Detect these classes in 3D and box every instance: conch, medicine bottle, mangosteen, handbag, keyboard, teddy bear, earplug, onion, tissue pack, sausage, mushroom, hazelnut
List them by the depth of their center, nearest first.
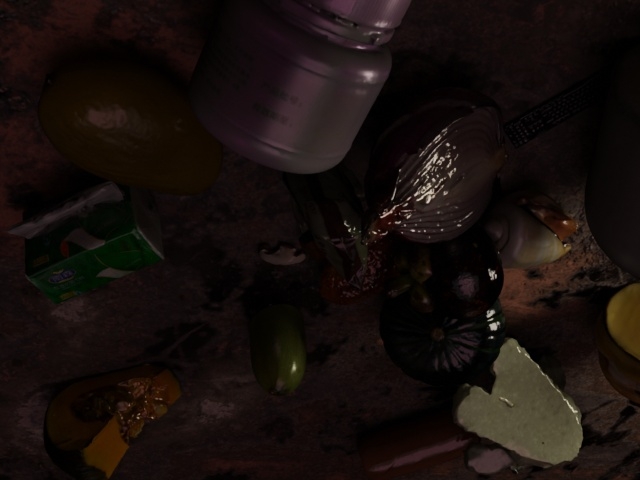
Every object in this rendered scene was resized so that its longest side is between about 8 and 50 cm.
[{"bbox_3d":[-0.019,-0.285,1.357,0.256,0.256,0.325,13,120,-26],"label":"medicine bottle"},{"bbox_3d":[0.144,-0.115,1.584,0.349,0.159,0.267,-25,132,-36],"label":"onion"},{"bbox_3d":[-0.391,-0.022,1.604,0.209,0.148,0.156,-22,138,9],"label":"tissue pack"},{"bbox_3d":[0.016,-0.064,1.605,0.127,0.235,0.213,-22,136,9],"label":"handbag"},{"bbox_3d":[0.621,-0.114,1.669,0.313,0.312,0.394,-9,139,-6],"label":"earplug"},{"bbox_3d":[0.421,-0.230,1.702,0.204,0.013,0.061,-30,134,16],"label":"keyboard"},{"bbox_3d":[0.219,0.060,1.750,0.217,0.192,0.192,-22,137,-3],"label":"mangosteen"},{"bbox_3d":[0.000,0.000,1.787,0.086,0.086,0.086,-8,136,-7],"label":"hazelnut"},{"bbox_3d":[-0.073,0.026,1.832,0.101,0.019,0.049,11,132,-27],"label":"mushroom"},{"bbox_3d":[0.386,-0.017,1.855,0.255,0.127,0.158,15,89,-51],"label":"conch"},{"bbox_3d":[0.427,0.388,2.223,0.375,0.362,0.327,38,84,-11],"label":"teddy bear"},{"bbox_3d":[0.240,0.483,2.311,0.304,0.121,0.121,-20,136,7],"label":"sausage"}]

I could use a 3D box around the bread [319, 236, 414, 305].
[{"bbox_3d":[0.117,0.038,1.842,0.269,0.095,0.139,-24,144,4],"label":"bread"}]

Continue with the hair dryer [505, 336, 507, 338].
[{"bbox_3d":[0.366,0.248,2.170,0.063,0.037,0.114,16,136,-26],"label":"hair dryer"}]

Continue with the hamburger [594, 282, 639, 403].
[{"bbox_3d":[0.735,0.245,2.103,0.276,0.276,0.236,-11,135,-4],"label":"hamburger"}]

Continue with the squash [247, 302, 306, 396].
[{"bbox_3d":[-0.084,0.226,1.921,0.123,0.186,0.123,-3,134,-3],"label":"squash"}]

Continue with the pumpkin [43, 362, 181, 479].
[{"bbox_3d":[-0.423,0.377,1.977,0.281,0.190,0.139,-13,136,-2],"label":"pumpkin"}]

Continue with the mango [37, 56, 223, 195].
[{"bbox_3d":[-0.277,-0.175,1.493,0.332,0.142,0.195,17,130,-38],"label":"mango"}]

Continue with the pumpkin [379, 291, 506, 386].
[{"bbox_3d":[0.243,0.169,1.945,0.250,0.216,0.249,0,104,-2],"label":"pumpkin"}]
